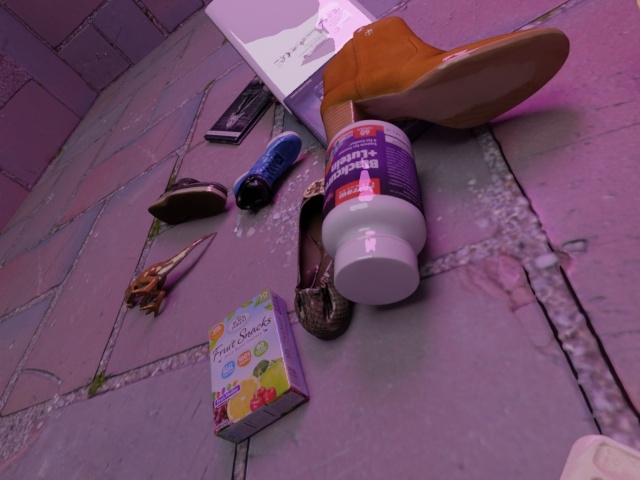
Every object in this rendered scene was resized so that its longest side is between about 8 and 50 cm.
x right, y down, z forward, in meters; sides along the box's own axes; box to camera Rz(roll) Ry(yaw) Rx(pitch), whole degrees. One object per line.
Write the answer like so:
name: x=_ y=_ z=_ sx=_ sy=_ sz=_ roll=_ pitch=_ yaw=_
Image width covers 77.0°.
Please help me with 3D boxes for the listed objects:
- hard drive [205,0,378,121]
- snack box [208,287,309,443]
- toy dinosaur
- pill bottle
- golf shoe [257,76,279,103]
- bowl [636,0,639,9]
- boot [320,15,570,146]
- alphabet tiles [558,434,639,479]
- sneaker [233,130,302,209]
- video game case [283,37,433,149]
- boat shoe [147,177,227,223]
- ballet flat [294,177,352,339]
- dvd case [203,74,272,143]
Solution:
hard drive: x=-0.060 y=-0.434 z=0.812 sx=0.233 sy=0.047 sz=0.353 roll=-39 pitch=70 yaw=6
snack box: x=-0.077 y=0.136 z=0.457 sx=0.100 sy=0.037 sz=0.141 roll=-34 pitch=39 yaw=11
toy dinosaur: x=-0.277 y=0.058 z=0.682 sx=0.212 sy=0.064 sz=0.112 roll=-32 pitch=39 yaw=15
pill bottle: x=0.056 y=-0.033 z=0.436 sx=0.108 sy=0.108 sz=0.193 roll=-22 pitch=44 yaw=26
golf shoe: x=-0.049 y=-0.377 z=0.854 sx=0.186 sy=0.086 sz=0.067 roll=-34 pitch=37 yaw=10
bowl: x=0.371 y=-0.201 z=0.333 sx=0.170 sy=0.080 sz=0.170 roll=-23 pitch=43 yaw=24
boot: x=0.123 y=-0.230 z=0.514 sx=0.295 sy=0.104 sz=0.211 roll=-19 pitch=54 yaw=27
alphabet tiles: x=0.229 y=0.204 z=0.144 sx=0.284 sy=0.021 sz=0.278 roll=16 pitch=67 yaw=47
sneaker: x=-0.085 y=-0.110 z=0.665 sx=0.152 sy=0.058 sz=0.084 roll=-38 pitch=33 yaw=14
video game case: x=0.067 y=-0.226 z=0.634 sx=0.196 sy=0.026 sz=0.274 roll=-39 pitch=47 yaw=6
boat shoe: x=-0.256 y=-0.088 z=0.782 sx=0.224 sy=0.080 sz=0.073 roll=-10 pitch=55 yaw=41
ballet flat: x=0.000 y=0.000 z=0.495 sx=0.084 sy=0.058 sz=0.249 roll=-21 pitch=44 yaw=26
dvd case: x=-0.174 y=-0.320 z=0.966 sx=0.165 sy=0.018 sz=0.221 roll=19 pitch=69 yaw=47
